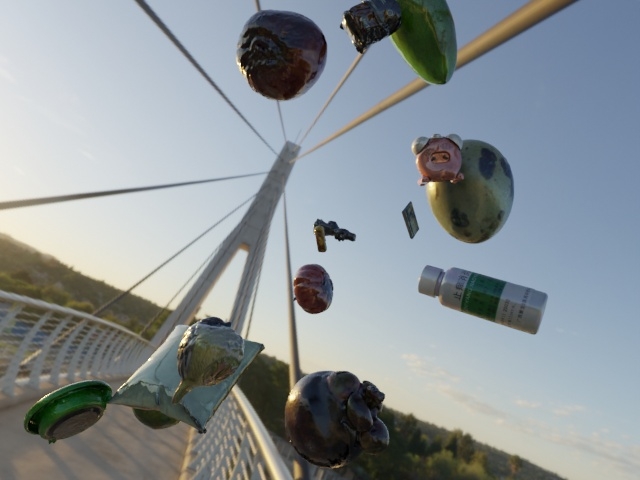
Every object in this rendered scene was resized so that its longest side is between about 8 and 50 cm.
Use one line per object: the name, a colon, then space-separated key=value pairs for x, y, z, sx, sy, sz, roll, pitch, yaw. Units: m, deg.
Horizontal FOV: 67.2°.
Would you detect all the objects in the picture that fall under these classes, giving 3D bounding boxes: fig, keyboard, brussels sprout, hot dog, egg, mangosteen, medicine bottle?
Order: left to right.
brussels sprout: x=-0.476 y=0.468 z=1.420 sx=0.161 sy=0.181 sz=0.143 roll=-31 pitch=-7 yaw=34
fig: x=-0.093 y=-0.472 z=1.223 sx=0.223 sy=0.263 sz=0.224 roll=19 pitch=-42 yaw=18
hot dog: x=0.000 y=0.000 z=1.510 sx=0.030 sy=0.034 sz=0.090 roll=-6 pitch=-67 yaw=9
mangosteen: x=0.069 y=0.719 z=1.961 sx=0.420 sy=0.381 sz=0.381 roll=-11 pitch=-22 yaw=6
keyboard: x=0.331 y=-0.071 z=1.759 sx=0.014 sy=0.055 sz=0.176 roll=26 pitch=-20 yaw=33
egg: x=0.601 y=-0.197 z=1.944 sx=0.344 sy=0.428 sz=0.345 roll=2 pitch=-19 yaw=1
medicine bottle: x=0.344 y=0.120 z=1.040 sx=0.259 sy=0.095 sz=0.095 roll=15 pitch=-18 yaw=29

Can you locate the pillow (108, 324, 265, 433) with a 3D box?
pillow: x=-0.346 y=0.349 z=1.279 sx=0.312 sy=0.310 sz=0.119 roll=7 pitch=-54 yaw=24

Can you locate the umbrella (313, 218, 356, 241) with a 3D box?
umbrella: x=0.068 y=-0.042 z=2.132 sx=0.224 sy=0.080 sz=0.071 roll=18 pitch=17 yaw=40

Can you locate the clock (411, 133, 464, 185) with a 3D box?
clock: x=0.384 y=-0.267 z=1.558 sx=0.165 sy=0.162 sz=0.093 roll=-6 pitch=-2 yaw=0

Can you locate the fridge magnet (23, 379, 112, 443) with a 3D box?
fridge magnet: x=-0.635 y=0.432 z=1.224 sx=0.088 sy=0.208 sz=0.208 roll=51 pitch=-2 yaw=28

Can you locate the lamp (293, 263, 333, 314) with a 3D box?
lamp: x=-0.032 y=0.171 z=1.692 sx=0.140 sy=0.182 sz=0.182 roll=-12 pitch=-30 yaw=21

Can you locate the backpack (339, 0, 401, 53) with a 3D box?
backpack: x=0.149 y=-0.627 z=1.366 sx=0.120 sy=0.165 sz=0.106 roll=57 pitch=0 yaw=8

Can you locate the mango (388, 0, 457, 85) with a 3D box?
mango: x=0.314 y=-0.658 z=1.502 sx=0.225 sy=0.201 sz=0.382 roll=117 pitch=-49 yaw=-77

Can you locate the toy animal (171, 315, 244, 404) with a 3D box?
toy animal: x=-0.183 y=0.178 z=0.735 sx=0.098 sy=0.137 sz=0.098 roll=52 pitch=-3 yaw=4
